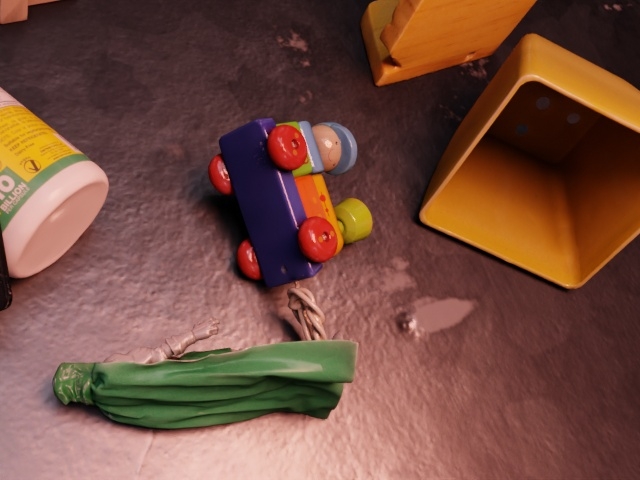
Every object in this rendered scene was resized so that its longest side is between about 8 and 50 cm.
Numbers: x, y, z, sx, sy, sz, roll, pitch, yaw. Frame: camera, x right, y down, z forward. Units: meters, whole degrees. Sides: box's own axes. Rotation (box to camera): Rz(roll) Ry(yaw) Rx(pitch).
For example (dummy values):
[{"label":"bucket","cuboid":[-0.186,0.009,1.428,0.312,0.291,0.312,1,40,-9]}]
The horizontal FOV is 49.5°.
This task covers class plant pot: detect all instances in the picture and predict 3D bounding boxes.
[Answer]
[{"label":"plant pot","cuboid":[0.259,-0.110,0.788,0.212,0.212,0.187,24,44,-9]}]

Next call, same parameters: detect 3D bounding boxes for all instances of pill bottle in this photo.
[{"label":"pill bottle","cuboid":[-0.294,-0.074,0.577,0.208,0.117,0.117,39,55,1]}]

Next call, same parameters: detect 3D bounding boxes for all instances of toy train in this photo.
[{"label":"toy train","cuboid":[0.000,0.000,0.686,0.143,0.105,0.248,-21,93,-49]}]

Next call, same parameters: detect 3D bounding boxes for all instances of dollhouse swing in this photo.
[{"label":"dollhouse swing","cuboid":[0.164,-0.439,0.837,0.315,0.347,0.305,-22,73,-31]}]

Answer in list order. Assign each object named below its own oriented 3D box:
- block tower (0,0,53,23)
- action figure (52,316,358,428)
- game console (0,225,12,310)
[{"label":"block tower","cuboid":[-0.370,-0.393,0.744,0.097,0.091,0.335,-24,74,-31]},{"label":"action figure","cuboid":[-0.097,0.111,0.567,0.232,0.137,0.063,0,47,-13]},{"label":"game console","cuboid":[-0.294,0.002,0.495,0.107,0.122,0.071,-1,13,12]}]
